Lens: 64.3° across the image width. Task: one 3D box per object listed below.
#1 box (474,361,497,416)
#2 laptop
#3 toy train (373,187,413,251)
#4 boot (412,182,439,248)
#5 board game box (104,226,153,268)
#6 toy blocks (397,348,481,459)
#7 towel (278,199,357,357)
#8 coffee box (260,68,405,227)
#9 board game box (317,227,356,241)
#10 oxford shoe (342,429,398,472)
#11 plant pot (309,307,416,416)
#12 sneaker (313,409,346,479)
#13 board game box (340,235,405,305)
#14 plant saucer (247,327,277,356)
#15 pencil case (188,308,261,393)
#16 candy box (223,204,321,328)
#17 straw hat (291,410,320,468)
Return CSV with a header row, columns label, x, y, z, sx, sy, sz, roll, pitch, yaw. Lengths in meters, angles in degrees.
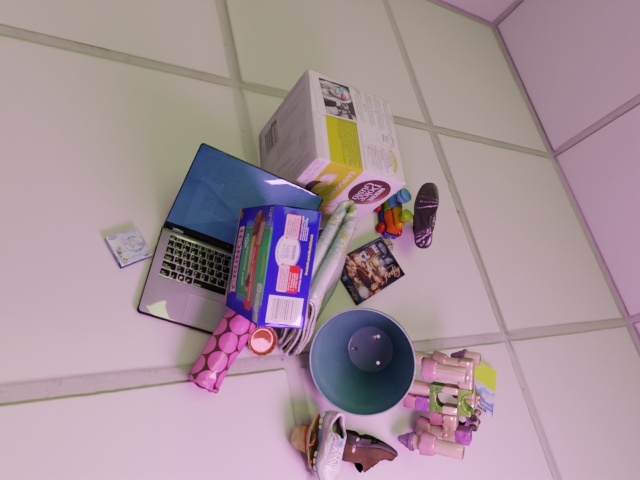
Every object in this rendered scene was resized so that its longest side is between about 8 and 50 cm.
label,x,y,z,sx,sy,sz,roll,pitch,yaw
box,0.561,0.516,1.786,0.109,0.042,0.178,34,50,-14
laptop,-0.226,0.028,1.374,0.381,0.236,0.408,22,54,-23
toy train,0.281,-0.059,1.850,0.105,0.143,0.248,12,58,-30
boot,0.382,-0.098,1.886,0.085,0.178,0.237,6,98,7
board game box,-0.500,0.018,1.329,0.090,0.020,0.090,-25,81,-42
toy blocks,0.336,0.470,1.564,0.309,0.259,0.289,-4,96,-63
towel,0.001,0.112,1.435,0.090,0.321,0.375,24,49,5
coffee box,0.028,-0.271,1.660,0.334,0.337,0.339,11,58,-31
board game box,0.000,0.000,1.620,0.201,0.136,0.035,-17,75,-41
oxford shoe,0.129,0.591,1.411,0.227,0.082,0.096,29,76,-37
plant pot,0.132,0.330,1.463,0.290,0.290,0.195,60,11,8
sneaker,0.031,0.531,1.308,0.071,0.083,0.191,14,64,-25
board game box,0.167,0.099,1.746,0.243,0.042,0.165,-26,81,-42
plant saucer,-0.159,0.274,1.394,0.083,0.013,0.084,-1,92,-25
pencil case,-0.244,0.283,1.293,0.095,0.098,0.209,23,62,17
candy box,-0.126,0.053,1.237,0.122,0.317,0.269,9,88,-22
straw hat,-0.044,0.517,1.332,0.061,0.145,0.145,4,53,13
